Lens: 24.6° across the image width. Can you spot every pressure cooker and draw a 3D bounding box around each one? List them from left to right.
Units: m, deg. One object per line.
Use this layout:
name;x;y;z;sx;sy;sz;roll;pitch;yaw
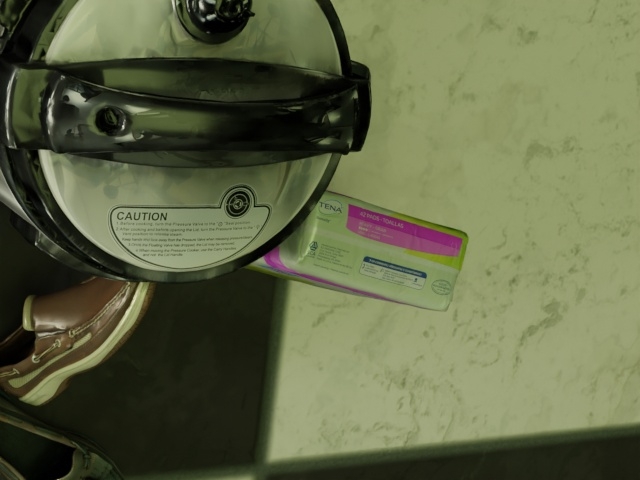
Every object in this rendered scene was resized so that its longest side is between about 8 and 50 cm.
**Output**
pressure cooker;-0.179;-0.155;1.449;0.370;0.420;0.375;-44;122;-13

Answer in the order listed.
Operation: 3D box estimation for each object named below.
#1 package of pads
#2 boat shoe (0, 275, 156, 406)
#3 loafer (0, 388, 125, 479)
package of pads;0.000;0.000;1.678;0.229;0.296;0.101;16;86;-33
boat shoe;-0.283;0.095;1.606;0.095;0.095;0.257;30;125;-27
loafer;-0.325;0.256;1.700;0.267;0.084;0.096;40;84;-33
